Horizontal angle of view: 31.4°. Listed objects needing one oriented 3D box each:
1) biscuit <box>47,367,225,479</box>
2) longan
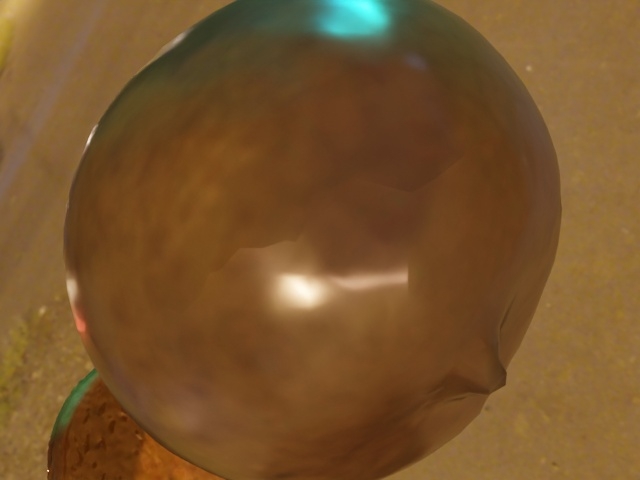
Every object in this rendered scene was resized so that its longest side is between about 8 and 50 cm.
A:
[{"bbox_3d":[-0.106,0.162,0.954,0.044,0.202,0.288,-27,18,45],"label":"biscuit"},{"bbox_3d":[-0.002,-0.004,0.639,0.297,0.297,0.297,-46,27,32],"label":"longan"}]
